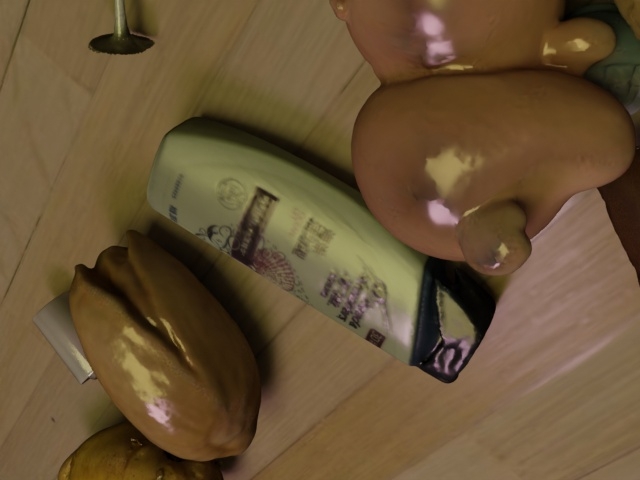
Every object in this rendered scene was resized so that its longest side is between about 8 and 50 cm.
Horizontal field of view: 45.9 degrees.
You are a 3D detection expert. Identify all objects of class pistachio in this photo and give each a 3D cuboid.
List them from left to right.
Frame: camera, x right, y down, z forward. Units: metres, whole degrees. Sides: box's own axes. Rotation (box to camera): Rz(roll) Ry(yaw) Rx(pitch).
[{"bbox_3d":[-0.173,0.133,0.871,0.293,0.162,0.181,53,160,-11],"label":"pistachio"}]

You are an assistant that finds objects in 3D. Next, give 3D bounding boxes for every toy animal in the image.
[{"bbox_3d":[0.102,-0.113,0.529,0.221,0.210,0.229,43,97,-10],"label":"toy animal"}]

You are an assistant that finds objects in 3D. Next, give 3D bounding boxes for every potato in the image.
[{"bbox_3d":[-0.252,0.336,1.055,0.300,0.140,0.173,-18,116,43],"label":"potato"}]

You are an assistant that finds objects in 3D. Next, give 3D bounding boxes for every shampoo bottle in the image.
[{"bbox_3d":[0.000,0.000,0.740,0.359,0.078,0.134,31,127,11],"label":"shampoo bottle"}]

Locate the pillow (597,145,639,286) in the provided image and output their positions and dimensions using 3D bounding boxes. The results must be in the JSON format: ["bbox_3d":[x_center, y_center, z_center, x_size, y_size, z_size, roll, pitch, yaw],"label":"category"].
[{"bbox_3d":[0.383,0.035,0.522,0.307,0.108,0.305,-16,106,32],"label":"pillow"}]

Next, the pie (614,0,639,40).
[{"bbox_3d":[0.300,-0.224,0.401,0.339,0.077,0.339,5,104,21],"label":"pie"}]

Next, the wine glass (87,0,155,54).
[{"bbox_3d":[-0.190,-0.274,0.691,0.066,0.066,0.198,18,126,20],"label":"wine glass"}]

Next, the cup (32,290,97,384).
[{"bbox_3d":[-0.313,0.121,1.010,0.104,0.074,0.116,-40,90,16],"label":"cup"}]
